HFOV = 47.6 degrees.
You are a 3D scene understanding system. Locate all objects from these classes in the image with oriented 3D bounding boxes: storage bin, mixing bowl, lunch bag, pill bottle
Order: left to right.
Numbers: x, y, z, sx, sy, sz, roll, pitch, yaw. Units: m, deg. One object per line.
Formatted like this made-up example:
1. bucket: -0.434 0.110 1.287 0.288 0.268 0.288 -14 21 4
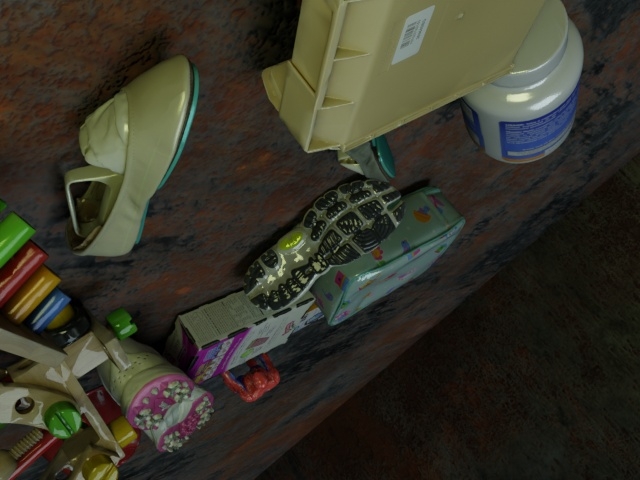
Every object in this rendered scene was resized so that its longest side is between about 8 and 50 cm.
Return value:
1. mixing bowl: -0.361 0.320 1.174 0.181 0.098 0.181 -32 160 -13
2. lunch bag: 0.103 0.029 1.280 0.279 0.107 0.224 -26 162 -25
3. storage bin: 0.084 -0.227 0.615 0.260 0.123 0.262 -27 160 -23
4. pill bottle: 0.245 -0.204 0.905 0.152 0.152 0.272 -38 162 5

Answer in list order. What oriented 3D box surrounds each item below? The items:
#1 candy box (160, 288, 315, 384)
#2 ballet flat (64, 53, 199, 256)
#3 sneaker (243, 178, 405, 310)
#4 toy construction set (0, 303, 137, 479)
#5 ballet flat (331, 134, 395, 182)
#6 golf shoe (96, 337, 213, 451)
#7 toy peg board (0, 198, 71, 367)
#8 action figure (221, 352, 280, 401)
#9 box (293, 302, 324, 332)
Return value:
1. candy box: -0.139 0.148 1.194 0.234 0.071 0.159 -20 155 -38
2. ballet flat: -0.176 -0.063 0.629 0.086 0.086 0.248 -21 157 -39
3. sneaker: 0.000 0.000 1.091 0.275 0.107 0.110 -34 -179 6
4. toy construction set: -0.303 0.202 0.866 0.237 0.257 0.309 -42 -175 -23
5. ballet flat: 0.045 -0.123 0.908 0.068 0.072 0.213 -11 164 12
6. golf shoe: -0.243 0.219 1.071 0.115 0.140 0.306 -42 159 -19
7. toy peg board: -0.253 0.002 0.533 0.079 0.161 0.160 -49 163 -10
8. action figure: -0.152 0.231 1.372 0.091 0.139 0.280 -34 -176 -16
9. box: -0.019 0.141 1.462 0.136 0.028 0.081 -23 157 -28
